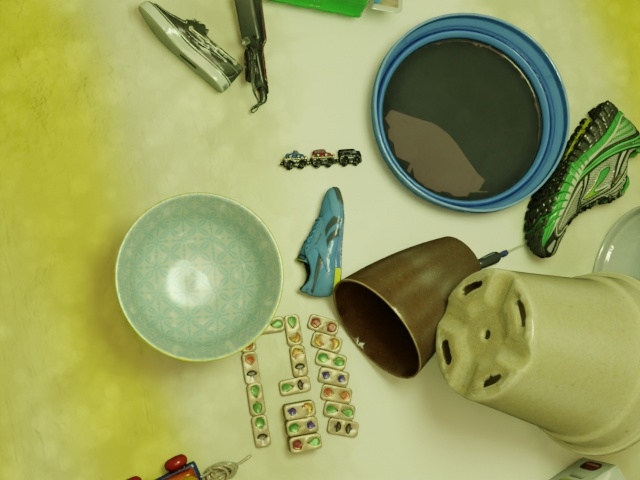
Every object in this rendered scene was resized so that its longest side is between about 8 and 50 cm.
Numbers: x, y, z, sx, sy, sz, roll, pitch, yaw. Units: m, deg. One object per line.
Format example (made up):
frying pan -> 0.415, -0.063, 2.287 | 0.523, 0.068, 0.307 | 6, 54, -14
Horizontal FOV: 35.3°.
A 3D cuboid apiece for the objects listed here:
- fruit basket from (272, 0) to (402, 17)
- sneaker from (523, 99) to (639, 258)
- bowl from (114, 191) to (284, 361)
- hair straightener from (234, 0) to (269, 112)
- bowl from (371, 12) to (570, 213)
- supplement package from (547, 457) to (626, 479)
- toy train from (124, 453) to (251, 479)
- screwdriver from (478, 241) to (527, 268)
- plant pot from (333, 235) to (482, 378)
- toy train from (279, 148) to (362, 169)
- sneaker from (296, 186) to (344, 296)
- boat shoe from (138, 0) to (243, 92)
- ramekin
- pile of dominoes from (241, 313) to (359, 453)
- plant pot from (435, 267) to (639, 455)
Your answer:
fruit basket -> 0.015, -0.615, 1.900 | 0.327, 0.165, 0.352 | 10, 78, -9
sneaker -> 0.516, -0.103, 1.937 | 0.146, 0.134, 0.343 | 37, 78, -4
bowl -> -0.217, 0.070, 1.773 | 0.290, 0.156, 0.289 | 1, 82, -10
hair straightener -> -0.135, -0.354, 1.881 | 0.047, 0.089, 0.230 | -3, 89, 22
bowl -> 0.284, -0.242, 1.943 | 0.391, 0.077, 0.390 | 1, 83, -9
supplement package -> 0.457, 0.555, 1.837 | 0.262, 0.145, 0.204 | -30, 89, -13
toy train -> -0.226, 0.425, 1.732 | 0.248, 0.143, 0.105 | -24, 88, -12
screwdriver -> 0.375, 0.017, 1.953 | 0.170, 0.025, 0.024 | -23, 88, -11
plant pot -> 0.179, 0.096, 1.831 | 0.230, 0.215, 0.215 | -37, 90, -26
toy train -> 0.001, -0.157, 1.906 | 0.158, 0.027, 0.036 | -5, 80, -11
sneaker -> 0.000, 0.000, 1.866 | 0.082, 0.069, 0.209 | 5, 82, -6
boat shoe -> -0.241, -0.372, 1.870 | 0.219, 0.078, 0.070 | 43, 79, -11
ramekin -> 0.624, 0.046, 1.907 | 0.109, 0.207, 0.207 | 24, 79, -16
pile of dominoes -> -0.038, 0.257, 1.841 | 0.196, 0.040, 0.251 | -9, 85, -11
plant pot -> 0.378, 0.187, 1.723 | 0.306, 0.334, 0.333 | 15, 79, -35
